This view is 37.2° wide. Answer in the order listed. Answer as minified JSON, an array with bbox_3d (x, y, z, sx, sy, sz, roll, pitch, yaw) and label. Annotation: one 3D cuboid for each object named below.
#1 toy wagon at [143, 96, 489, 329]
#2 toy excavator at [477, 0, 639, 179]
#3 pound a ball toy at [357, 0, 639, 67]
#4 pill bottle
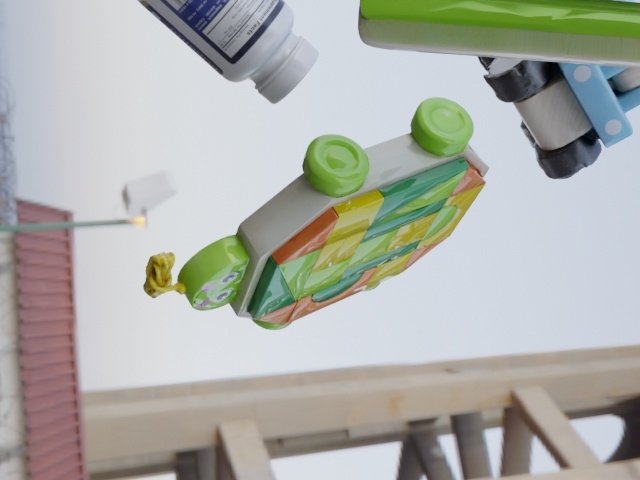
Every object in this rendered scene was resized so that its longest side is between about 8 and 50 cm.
[{"bbox_3d":[0.000,0.000,0.899,0.068,0.345,0.267,56,-31,21],"label":"toy wagon"},{"bbox_3d":[0.508,-0.296,1.525,0.222,0.445,0.433,52,17,-21],"label":"toy excavator"},{"bbox_3d":[0.182,-0.216,0.604,0.208,0.319,0.135,70,26,-74],"label":"pound a ball toy"},{"bbox_3d":[-0.085,-0.211,0.906,0.094,0.169,0.094,-43,-162,18],"label":"pill bottle"}]
